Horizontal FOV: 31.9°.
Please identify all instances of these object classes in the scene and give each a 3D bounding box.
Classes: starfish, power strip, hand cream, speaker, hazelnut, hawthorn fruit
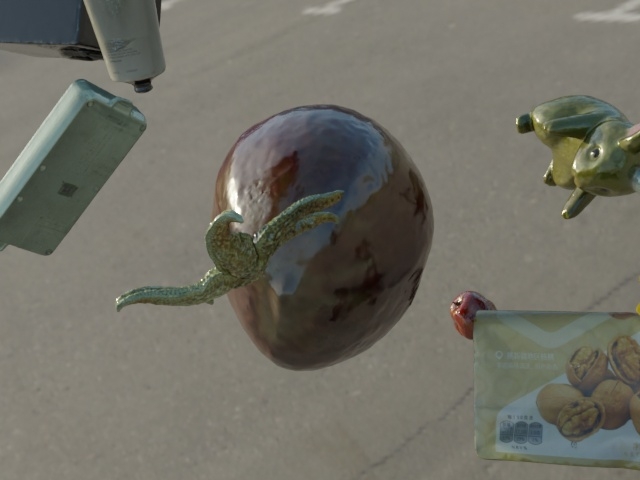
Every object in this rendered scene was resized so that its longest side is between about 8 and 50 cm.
[{"bbox_3d":[-0.072,0.017,0.959,0.223,0.050,0.217,-22,-8,-21],"label":"starfish"},{"bbox_3d":[-0.342,-0.089,1.482,0.270,0.118,0.046,-51,52,12],"label":"power strip"},{"bbox_3d":[-0.189,-0.229,1.060,0.087,0.186,0.054,-11,25,0],"label":"hand cream"},{"bbox_3d":[-0.361,-0.365,1.535,0.254,0.232,0.184,6,3,28],"label":"speaker"},{"bbox_3d":[0.000,0.000,1.747,0.352,0.421,0.421,10,23,-5],"label":"hazelnut"},{"bbox_3d":[0.271,0.134,2.015,0.093,0.093,0.093,-15,23,6],"label":"hawthorn fruit"}]

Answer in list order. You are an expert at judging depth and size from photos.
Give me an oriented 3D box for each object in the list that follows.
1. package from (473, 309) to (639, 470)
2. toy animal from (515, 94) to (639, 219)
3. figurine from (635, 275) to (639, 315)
[{"bbox_3d":[0.391,0.210,1.621,0.311,0.221,0.165,-2,-3,27],"label":"package"},{"bbox_3d":[0.475,-0.142,1.912,0.180,0.181,0.363,-24,22,0],"label":"toy animal"},{"bbox_3d":[0.402,0.083,0.979,0.215,0.215,0.228,-3,2,31],"label":"figurine"}]
